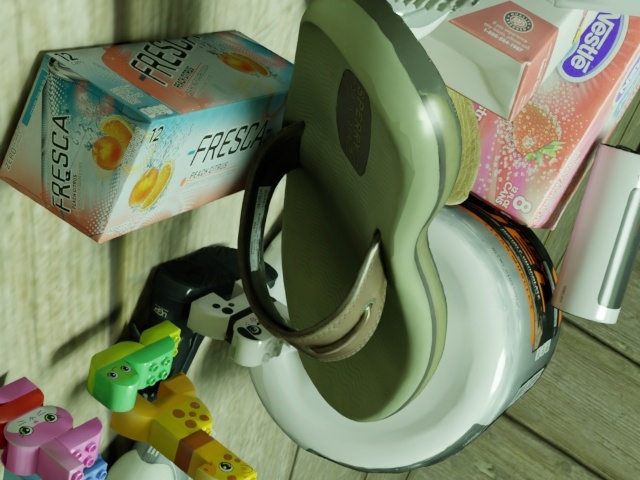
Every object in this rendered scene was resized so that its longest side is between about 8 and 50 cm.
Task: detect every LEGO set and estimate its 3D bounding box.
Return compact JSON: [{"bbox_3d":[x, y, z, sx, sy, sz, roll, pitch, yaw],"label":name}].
[{"bbox_3d":[-0.086,0.108,0.729,0.227,0.093,0.087,-26,140,-46],"label":"LEGO set"}]

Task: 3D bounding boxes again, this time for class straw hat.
[{"bbox_3d":[0.057,-0.086,0.950,0.061,0.144,0.144,-17,-171,31],"label":"straw hat"}]

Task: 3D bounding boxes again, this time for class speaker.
[{"bbox_3d":[0.225,-0.007,1.026,0.055,0.055,0.136,-9,116,-72],"label":"speaker"}]

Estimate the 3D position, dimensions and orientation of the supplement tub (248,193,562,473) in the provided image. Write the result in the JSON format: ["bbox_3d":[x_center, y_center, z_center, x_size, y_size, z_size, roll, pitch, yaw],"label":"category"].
[{"bbox_3d":[0.084,0.061,1.073,0.207,0.207,0.338,-60,166,11],"label":"supplement tub"}]

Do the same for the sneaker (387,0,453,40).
[{"bbox_3d":[0.093,-0.213,0.764,0.228,0.086,0.132,-46,160,-35],"label":"sneaker"}]

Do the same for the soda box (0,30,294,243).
[{"bbox_3d":[-0.068,-0.055,0.613,0.063,0.058,0.183,-63,166,21],"label":"soda box"}]

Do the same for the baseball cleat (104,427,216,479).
[{"bbox_3d":[-0.114,0.193,0.975,0.109,0.072,0.206,-57,171,-31],"label":"baseball cleat"}]

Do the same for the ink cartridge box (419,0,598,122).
[{"bbox_3d":[0.138,-0.187,0.900,0.198,0.115,0.067,-49,163,-28],"label":"ink cartridge box"}]

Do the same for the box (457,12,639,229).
[{"bbox_3d":[0.193,-0.171,1.050,0.300,0.154,0.142,-59,166,9],"label":"box"}]

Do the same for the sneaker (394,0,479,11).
[{"bbox_3d":[0.056,-0.245,0.563,0.293,0.102,0.146,88,25,-62],"label":"sneaker"}]

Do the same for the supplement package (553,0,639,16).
[{"bbox_3d":[0.248,-0.277,0.732,0.198,0.199,0.262,60,40,-74],"label":"supplement package"}]

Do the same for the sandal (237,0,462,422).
[{"bbox_3d":[-0.001,-0.002,0.645,0.086,0.120,0.302,-33,151,-20],"label":"sandal"}]

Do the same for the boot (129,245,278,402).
[{"bbox_3d":[-0.084,0.058,0.833,0.121,0.045,0.099,-13,132,-60],"label":"boot"}]
